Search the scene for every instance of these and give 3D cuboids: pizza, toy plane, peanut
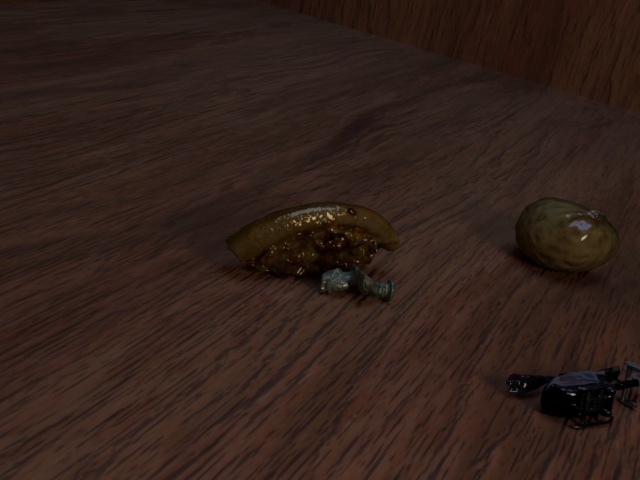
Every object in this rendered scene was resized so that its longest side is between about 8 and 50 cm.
[{"bbox_3d":[0.000,0.003,1.201,0.246,0.127,0.058,8,43,-33],"label":"pizza"},{"bbox_3d":[0.313,0.168,1.046,0.197,0.054,0.078,-4,18,-28],"label":"toy plane"},{"bbox_3d":[0.379,-0.008,1.434,0.140,0.109,0.159,13,8,-30],"label":"peanut"}]

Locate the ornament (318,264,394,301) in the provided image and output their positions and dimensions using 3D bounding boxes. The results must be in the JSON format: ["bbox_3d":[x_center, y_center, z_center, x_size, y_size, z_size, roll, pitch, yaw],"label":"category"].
[{"bbox_3d":[0.050,0.054,1.185,0.092,0.041,0.068,10,1,16],"label":"ornament"}]
